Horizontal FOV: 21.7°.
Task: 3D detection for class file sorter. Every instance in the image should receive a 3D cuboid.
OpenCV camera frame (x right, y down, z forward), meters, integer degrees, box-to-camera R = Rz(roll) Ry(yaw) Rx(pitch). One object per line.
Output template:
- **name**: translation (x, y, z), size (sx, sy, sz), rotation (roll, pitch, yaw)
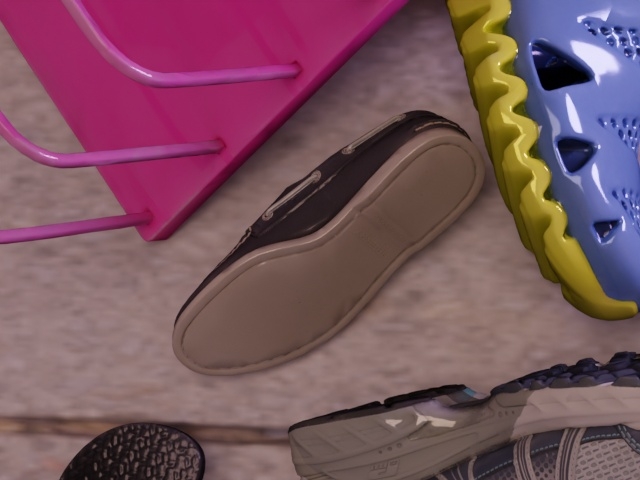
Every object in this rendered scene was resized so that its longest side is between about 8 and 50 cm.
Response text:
- **file sorter**: translation (-0.099, -0.157, 0.871), size (0.291, 0.182, 0.202), rotation (-43, 73, 28)

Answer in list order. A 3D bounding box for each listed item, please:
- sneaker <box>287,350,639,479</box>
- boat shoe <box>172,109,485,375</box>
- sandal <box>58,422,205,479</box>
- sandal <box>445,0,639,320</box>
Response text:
- **sneaker**: translation (0.120, 0.126, 0.853), size (0.283, 0.110, 0.122), rotation (-14, 88, 36)
- **boat shoe**: translation (0.000, 0.000, 0.952), size (0.206, 0.075, 0.065), rotation (-38, 32, 7)
- **sandal**: translation (-0.131, 0.169, 0.948), size (0.179, 0.040, 0.067), rotation (-47, 69, 14)
- **sandal**: translation (0.141, -0.114, 0.909), size (0.138, 0.126, 0.317), rotation (-14, 78, 4)
